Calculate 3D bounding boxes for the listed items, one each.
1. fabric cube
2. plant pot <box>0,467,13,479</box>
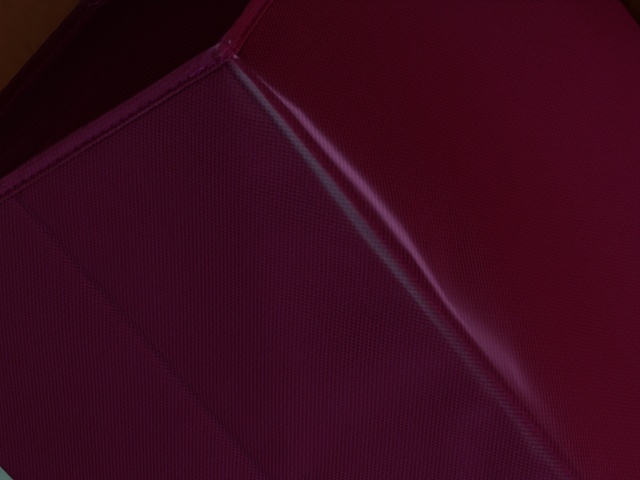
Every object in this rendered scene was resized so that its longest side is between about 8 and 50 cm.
[{"bbox_3d":[0.000,0.000,0.844,0.259,0.254,0.258,-27,112,39],"label":"fabric cube"},{"bbox_3d":[-0.244,0.131,0.993,0.305,0.334,0.334,-16,116,8],"label":"plant pot"}]
